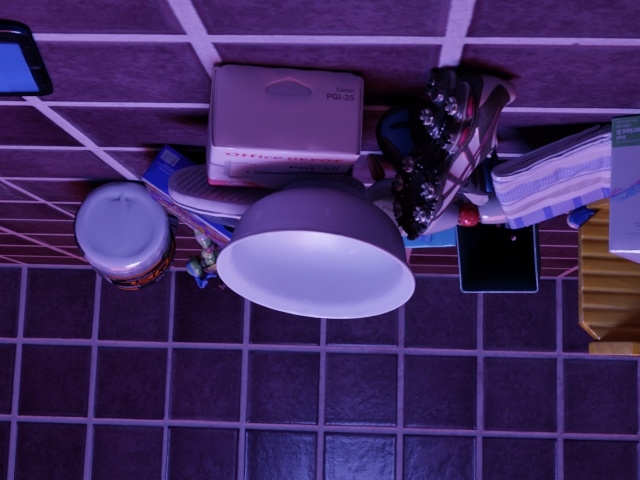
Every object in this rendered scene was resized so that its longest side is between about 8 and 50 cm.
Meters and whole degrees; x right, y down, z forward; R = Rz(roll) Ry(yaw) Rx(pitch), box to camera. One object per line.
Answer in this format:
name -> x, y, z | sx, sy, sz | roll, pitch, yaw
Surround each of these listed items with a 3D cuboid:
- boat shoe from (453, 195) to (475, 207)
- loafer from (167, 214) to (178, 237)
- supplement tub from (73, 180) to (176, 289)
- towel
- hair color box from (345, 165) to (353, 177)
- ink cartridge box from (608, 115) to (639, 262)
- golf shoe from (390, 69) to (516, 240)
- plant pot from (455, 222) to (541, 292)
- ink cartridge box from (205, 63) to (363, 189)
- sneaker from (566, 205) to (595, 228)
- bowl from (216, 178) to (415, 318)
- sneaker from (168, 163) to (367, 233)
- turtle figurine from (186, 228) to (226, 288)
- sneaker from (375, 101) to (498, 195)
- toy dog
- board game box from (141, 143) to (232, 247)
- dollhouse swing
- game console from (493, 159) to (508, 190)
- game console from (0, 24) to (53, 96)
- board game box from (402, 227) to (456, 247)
boat shoe -> 0.346, -0.072, 2.032 | 0.335, 0.096, 0.112 | 0, 172, 14
loafer -> -0.468, -0.031, 2.533 | 0.109, 0.095, 0.302 | -3, 171, 29
supplement tub -> -0.440, -0.001, 2.266 | 0.207, 0.207, 0.338 | 2, 169, -4
towel -> 0.403, -0.098, 1.671 | 0.209, 0.034, 0.285 | -21, 158, 9
hair color box -> -0.041, -0.104, 1.841 | 0.173, 0.105, 0.347 | 5, 172, -4
ink cartridge box -> 0.515, -0.075, 1.529 | 0.093, 0.212, 0.154 | -3, 171, 35
golf shoe -> 0.183, -0.108, 1.364 | 0.120, 0.105, 0.273 | -7, 137, -28
plant pot -> 0.408, -0.001, 2.181 | 0.165, 0.166, 0.234 | -1, -163, 20
ink cartridge box -> -0.061, -0.153, 1.435 | 0.207, 0.117, 0.283 | 3, 173, -7
sneaker -> 0.639, -0.055, 2.225 | 0.152, 0.058, 0.084 | -1, 179, -10
bowl -> 0.000, 0.000, 1.474 | 0.297, 0.134, 0.298 | 6, 153, 3
sneaker -> -0.090, -0.041, 1.613 | 0.321, 0.127, 0.126 | 5, -144, -6
turtle figurine -> -0.225, -0.042, 2.386 | 0.266, 0.275, 0.198 | -20, 145, 10
sneaker -> 0.159, -0.129, 1.558 | 0.139, 0.125, 0.341 | 3, 172, 31
toy dog -> 0.207, -0.094, 1.827 | 0.333, 0.161, 0.220 | -10, -176, -25
board game box -> -0.167, -0.031, 1.880 | 0.347, 0.078, 0.233 | 35, 171, 1
dollhouse swing -> 0.730, 0.063, 2.001 | 0.315, 0.347, 0.305 | 3, 173, -7
game console -> 0.346, -0.133, 1.901 | 0.122, 0.071, 0.107 | -5, -160, 45
game console -> -0.496, -0.168, 1.275 | 0.173, 0.250, 0.293 | 29, 169, -3
board game box -> 0.146, -0.028, 2.260 | 0.336, 0.079, 0.254 | -2, -177, 10
